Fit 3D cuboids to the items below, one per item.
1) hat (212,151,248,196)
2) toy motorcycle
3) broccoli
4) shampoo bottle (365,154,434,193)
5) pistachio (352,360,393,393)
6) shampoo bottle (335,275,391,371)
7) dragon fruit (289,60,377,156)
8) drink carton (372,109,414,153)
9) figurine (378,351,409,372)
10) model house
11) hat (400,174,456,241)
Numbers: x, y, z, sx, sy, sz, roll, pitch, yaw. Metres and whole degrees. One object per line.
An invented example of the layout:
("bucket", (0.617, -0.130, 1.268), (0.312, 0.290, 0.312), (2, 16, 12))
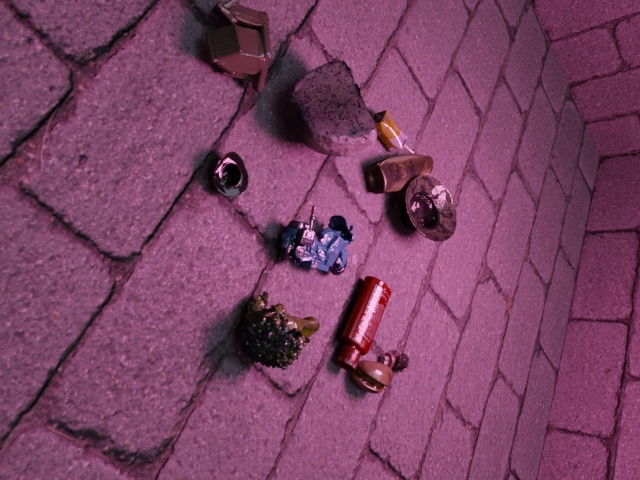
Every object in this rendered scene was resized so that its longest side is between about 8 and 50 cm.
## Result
("hat", (-0.245, -0.175, 1.410), (0.121, 0.050, 0.121), (-3, 94, -44))
("toy motorcycle", (0.000, 0.000, 1.595), (0.272, 0.124, 0.181), (17, 84, -44))
("broccoli", (-0.119, 0.235, 1.467), (0.199, 0.177, 0.275), (40, 20, 3))
("shampoo bottle", (0.302, -0.251, 1.952), (0.350, 0.084, 0.125), (-18, 99, -46))
("pistachio", (0.169, 0.441, 1.734), (0.149, 0.113, 0.113), (36, 61, -29))
("shampoo bottle", (0.138, 0.271, 1.734), (0.118, 0.076, 0.314), (46, 56, -33))
("dragon fruit", (0.022, -0.364, 1.605), (0.221, 0.204, 0.282), (-20, 73, -15))
("drink carton", (0.262, -0.378, 1.929), (0.200, 0.075, 0.084), (44, 57, -34))
("figurine", (0.260, 0.428, 1.859), (0.129, 0.054, 0.072), (11, 82, -42))
("model house", (-0.221, -0.533, 1.426), (0.188, 0.122, 0.229), (2, 80, -41))
("hat", (0.374, -0.106, 1.978), (0.266, 0.128, 0.265), (11, 72, -36))
